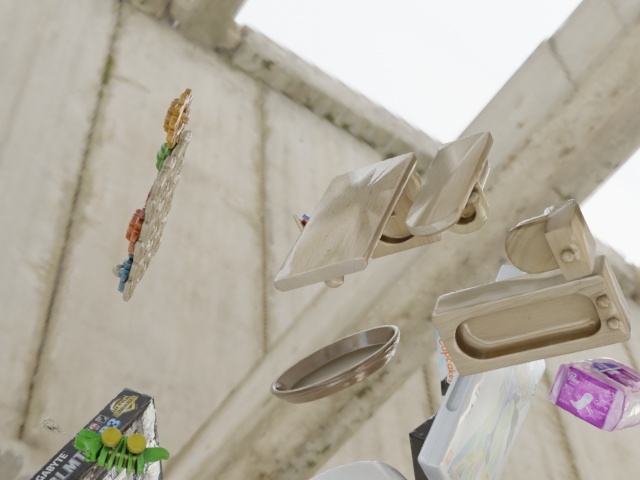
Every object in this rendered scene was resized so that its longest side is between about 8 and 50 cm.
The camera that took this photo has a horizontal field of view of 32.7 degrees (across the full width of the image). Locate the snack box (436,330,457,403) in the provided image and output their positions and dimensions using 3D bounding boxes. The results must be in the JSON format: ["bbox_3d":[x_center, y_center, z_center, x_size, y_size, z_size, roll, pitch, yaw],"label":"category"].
[{"bbox_3d":[0.298,0.267,2.109,0.187,0.060,0.322,-16,-78,-56],"label":"snack box"}]

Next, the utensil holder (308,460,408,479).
[{"bbox_3d":[0.097,0.508,1.330,0.327,0.328,0.385,10,-156,-44],"label":"utensil holder"}]

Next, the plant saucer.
[{"bbox_3d":[0.033,0.244,2.119,0.041,0.277,0.278,65,-153,-6],"label":"plant saucer"}]

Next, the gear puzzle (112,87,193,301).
[{"bbox_3d":[-0.247,-0.076,1.609,0.044,0.339,0.175,21,-144,-1],"label":"gear puzzle"}]

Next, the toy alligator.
[{"bbox_3d":[-0.313,0.302,1.565,0.189,0.056,0.051,15,-139,-6],"label":"toy alligator"}]

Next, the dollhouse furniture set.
[{"bbox_3d":[0.084,0.035,0.635,0.151,0.144,0.123,62,-150,-21],"label":"dollhouse furniture set"}]

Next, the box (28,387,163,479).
[{"bbox_3d":[-0.367,0.448,1.820,0.073,0.293,0.295,13,-146,22],"label":"box"}]

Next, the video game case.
[{"bbox_3d":[0.240,0.238,1.549,0.036,0.300,0.329,17,156,25],"label":"video game case"}]

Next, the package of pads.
[{"bbox_3d":[0.189,0.100,0.716,0.050,0.032,0.083,26,-168,33],"label":"package of pads"}]

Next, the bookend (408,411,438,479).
[{"bbox_3d":[0.231,0.356,1.805,0.157,0.156,0.072,-29,-149,-35],"label":"bookend"}]

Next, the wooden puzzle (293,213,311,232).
[{"bbox_3d":[0.000,0.000,1.394,0.078,0.014,0.116,29,-157,-47],"label":"wooden puzzle"}]
